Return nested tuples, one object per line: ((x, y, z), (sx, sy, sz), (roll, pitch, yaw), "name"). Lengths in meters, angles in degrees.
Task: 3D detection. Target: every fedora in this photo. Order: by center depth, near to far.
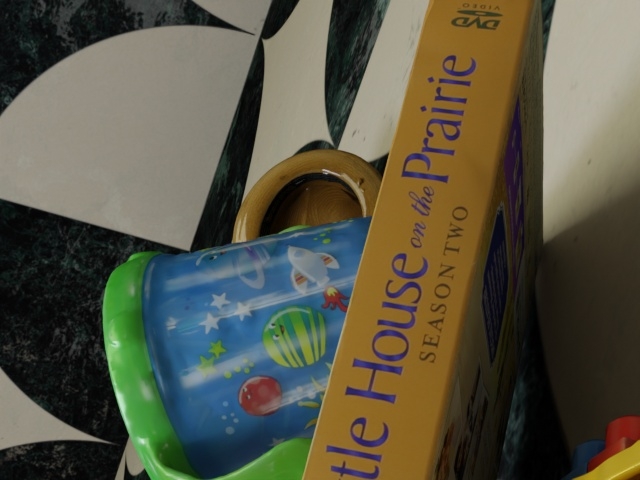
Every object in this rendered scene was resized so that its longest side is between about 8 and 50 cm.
((0.000, 0.000, 1.280), (0.079, 0.194, 0.194), (44, -125, -63), "fedora")

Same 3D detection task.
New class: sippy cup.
((-0.026, 0.091, 0.970), (0.240, 0.224, 0.306), (51, -158, -59), "sippy cup")

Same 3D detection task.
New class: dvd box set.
((0.062, 0.108, 0.663), (0.308, 0.062, 0.420), (70, -148, -60), "dvd box set")

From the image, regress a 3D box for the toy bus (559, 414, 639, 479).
((0.149, 0.151, 0.490), (0.220, 0.149, 0.211), (-52, 16, 53), "toy bus")
